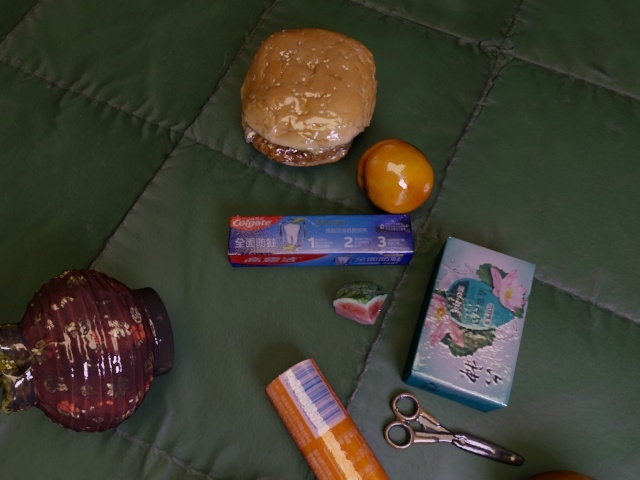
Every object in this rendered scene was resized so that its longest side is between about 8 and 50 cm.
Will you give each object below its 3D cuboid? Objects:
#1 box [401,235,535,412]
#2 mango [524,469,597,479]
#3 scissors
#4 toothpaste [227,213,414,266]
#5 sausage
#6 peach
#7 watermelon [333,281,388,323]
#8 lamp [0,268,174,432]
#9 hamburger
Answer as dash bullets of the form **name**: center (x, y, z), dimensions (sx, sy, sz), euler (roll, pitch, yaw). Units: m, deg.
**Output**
- **box**: center (0.242, 0.134, 0.831), dimensions (0.153, 0.092, 0.245), euler (18, 67, 6)
- **mango**: center (0.355, 0.385, 0.637), dimensions (0.138, 0.257, 0.187), euler (-37, 73, -16)
- **scissors**: center (0.211, 0.311, 0.797), dimensions (0.220, 0.017, 0.088), euler (18, 67, 5)
- **toothpaste**: center (0.000, 0.001, 0.898), dimensions (0.320, 0.066, 0.077), euler (-1, 67, -1)
- **sausage**: center (0.036, 0.329, 0.744), dimensions (0.093, 0.093, 0.312), euler (-31, 71, -14)
- **peach**: center (0.129, -0.117, 0.910), dimensions (0.138, 0.138, 0.138), euler (1, 67, -1)
- **watermelon**: center (0.067, 0.102, 0.868), dimensions (0.084, 0.072, 0.092), euler (26, 30, 21)
- **lamp**: center (-0.341, 0.157, 0.733), dimensions (0.246, 0.247, 0.247), euler (1, 67, -1)
- **hamburger**: center (-0.023, -0.277, 0.976), dimensions (0.259, 0.145, 0.284), euler (7, 72, -2)
